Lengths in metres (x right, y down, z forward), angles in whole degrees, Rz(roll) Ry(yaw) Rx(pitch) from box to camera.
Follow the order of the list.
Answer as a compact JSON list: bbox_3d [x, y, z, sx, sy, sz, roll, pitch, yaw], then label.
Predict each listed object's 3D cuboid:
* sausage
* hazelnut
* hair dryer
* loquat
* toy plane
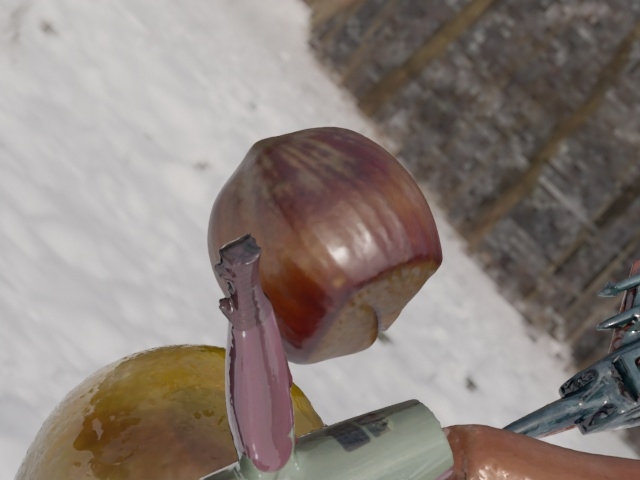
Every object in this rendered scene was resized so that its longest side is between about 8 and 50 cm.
[{"bbox_3d":[0.219,0.163,1.006,0.326,0.087,0.079,8,45,-8],"label":"sausage"},{"bbox_3d":[0.000,0.000,1.633,0.181,0.212,0.181,50,-9,32],"label":"hazelnut"},{"bbox_3d":[-0.011,0.064,0.678,0.054,0.106,0.154,46,-19,50],"label":"hair dryer"},{"bbox_3d":[-0.138,0.254,1.413,0.328,0.359,0.328,176,-90,-79],"label":"loquat"},{"bbox_3d":[0.289,0.126,1.548,0.223,0.326,0.104,63,-33,20],"label":"toy plane"}]
